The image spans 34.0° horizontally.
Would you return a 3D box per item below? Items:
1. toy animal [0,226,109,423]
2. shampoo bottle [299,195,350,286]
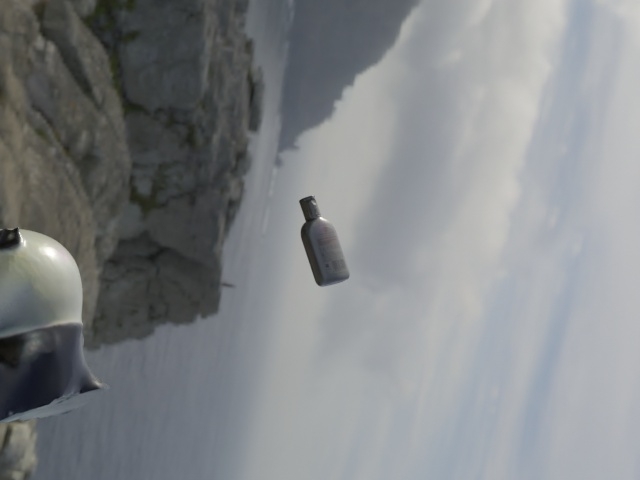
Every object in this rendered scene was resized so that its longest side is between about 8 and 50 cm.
[{"bbox_3d":[-0.276,0.080,0.937,0.166,0.138,0.179,55,25,-88],"label":"toy animal"},{"bbox_3d":[0.000,0.000,1.902,0.040,0.080,0.165,-27,-101,46],"label":"shampoo bottle"}]
